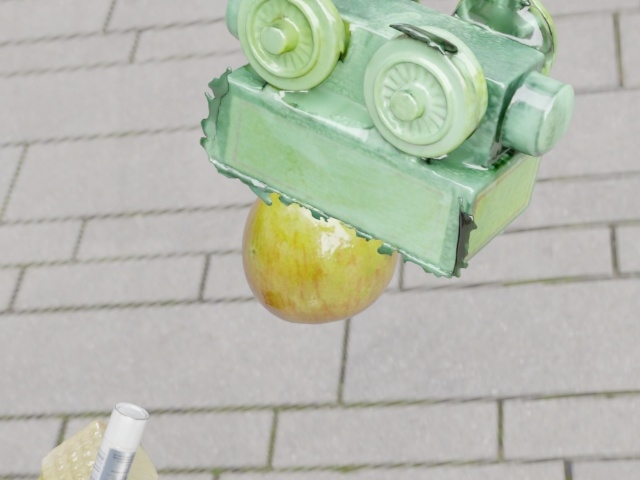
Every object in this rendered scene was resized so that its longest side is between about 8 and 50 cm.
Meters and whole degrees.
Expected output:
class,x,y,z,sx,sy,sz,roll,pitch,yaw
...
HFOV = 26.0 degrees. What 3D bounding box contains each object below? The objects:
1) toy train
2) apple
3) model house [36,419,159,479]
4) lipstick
class,x,y,z,sx,sy,sz,roll,pitch,yaw
toy train,0.048,-0.105,1.013,0.271,0.188,0.159,25,37,23
apple,0.000,0.000,1.677,0.195,0.196,0.196,-8,45,8
model house,-0.294,0.353,1.763,0.234,0.174,0.193,-64,26,10
lipstick,-0.223,0.244,1.479,0.040,0.141,0.040,20,11,-4
